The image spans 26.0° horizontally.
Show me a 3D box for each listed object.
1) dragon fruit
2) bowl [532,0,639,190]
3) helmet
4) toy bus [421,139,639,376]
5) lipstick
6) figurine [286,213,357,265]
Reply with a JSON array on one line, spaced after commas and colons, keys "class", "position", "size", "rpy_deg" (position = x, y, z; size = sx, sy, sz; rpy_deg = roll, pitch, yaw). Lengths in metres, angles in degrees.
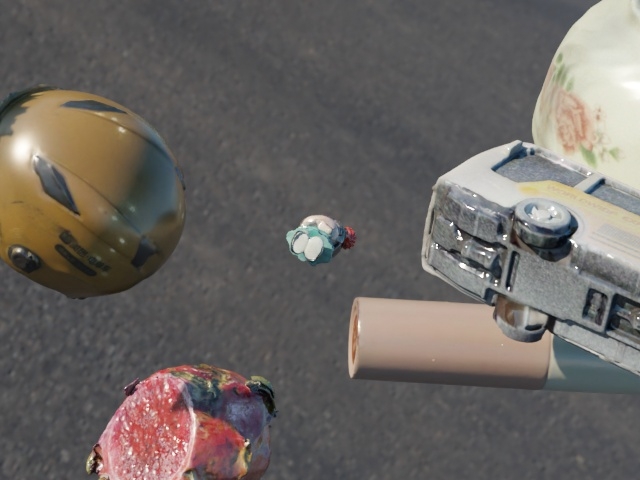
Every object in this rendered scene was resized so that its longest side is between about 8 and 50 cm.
[{"class": "dragon fruit", "position": [-0.182, 0.267, 1.741], "size": [0.147, 0.282, 0.211], "rpy_deg": [18, 35, -58]}, {"class": "bowl", "position": [0.330, -0.141, 1.214], "size": [0.277, 0.145, 0.277], "rpy_deg": [2, 40, -1]}, {"class": "helmet", "position": [-0.208, -0.047, 1.325], "size": [0.224, 0.130, 0.198], "rpy_deg": [55, 44, -41]}, {"class": "toy bus", "position": [0.241, 0.035, 0.973], "size": [0.342, 0.097, 0.138], "rpy_deg": [27, 39, 28]}, {"class": "lipstick", "position": [0.153, 0.090, 1.170], "size": [0.254, 0.070, 0.070], "rpy_deg": [4, 32, -5]}, {"class": "figurine", "position": [0.000, 0.000, 1.395], "size": [0.060, 0.047, 0.106], "rpy_deg": [7, 9, 10]}]
